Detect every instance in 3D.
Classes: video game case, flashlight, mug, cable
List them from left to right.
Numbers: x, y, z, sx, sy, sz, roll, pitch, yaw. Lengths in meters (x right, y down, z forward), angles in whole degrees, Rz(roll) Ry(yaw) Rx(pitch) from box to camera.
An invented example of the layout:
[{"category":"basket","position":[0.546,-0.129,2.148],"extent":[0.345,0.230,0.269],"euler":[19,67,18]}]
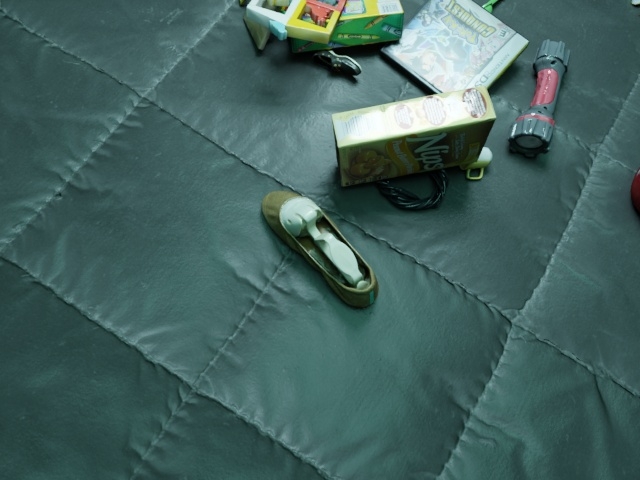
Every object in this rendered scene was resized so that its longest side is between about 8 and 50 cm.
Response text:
[{"category":"cable","position":[0.211,-0.146,1.133],"extent":[0.150,0.047,0.184],"euler":[-36,78,-14]},{"category":"video game case","position":[0.336,-0.486,1.228],"extent":[0.275,0.035,0.248],"euler":[42,89,11]},{"category":"mug","position":[0.370,-0.193,1.160],"extent":[0.064,0.078,0.062],"euler":[0,39,-12]},{"category":"flashlight","position":[0.542,-0.357,1.194],"extent":[0.103,0.103,0.304],"euler":[18,73,6]}]

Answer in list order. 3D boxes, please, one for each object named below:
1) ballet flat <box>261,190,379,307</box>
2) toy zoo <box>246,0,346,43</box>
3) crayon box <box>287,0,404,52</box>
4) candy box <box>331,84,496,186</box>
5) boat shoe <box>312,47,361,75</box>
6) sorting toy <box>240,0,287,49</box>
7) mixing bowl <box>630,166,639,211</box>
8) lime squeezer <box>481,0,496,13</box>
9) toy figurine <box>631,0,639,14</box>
[{"category":"ballet flat","position":[0.000,0.000,1.032],"extent":[0.116,0.124,0.342],"euler":[-37,77,-14]},{"category":"toy zoo","position":[-0.045,-0.547,1.113],"extent":[0.192,0.030,0.293],"euler":[18,57,1]},{"category":"crayon box","position":[0.055,-0.575,1.224],"extent":[0.279,0.081,0.165],"euler":[-8,59,-1]},{"category":"candy box","position":[0.189,-0.216,1.040],"extent":[0.317,0.183,0.087],"euler":[-10,71,2]},{"category":"boat shoe","position":[0.041,-0.444,1.223],"extent":[0.133,0.049,0.042],"euler":[30,68,14]},{"category":"sorting toy","position":[-0.136,-0.579,1.219],"extent":[0.046,0.132,0.274],"euler":[-4,57,-35]},{"category":"mixing bowl","position":[0.802,-0.113,1.127],"extent":[0.181,0.098,0.181],"euler":[1,71,-2]},{"category":"lime squeezer","position":[0.447,-0.582,1.288],"extent":[0.110,0.059,0.310],"euler":[17,71,3]},{"category":"toy figurine","position":[1.037,-0.767,1.297],"extent":[0.191,0.217,0.362],"euler":[34,74,8]}]
